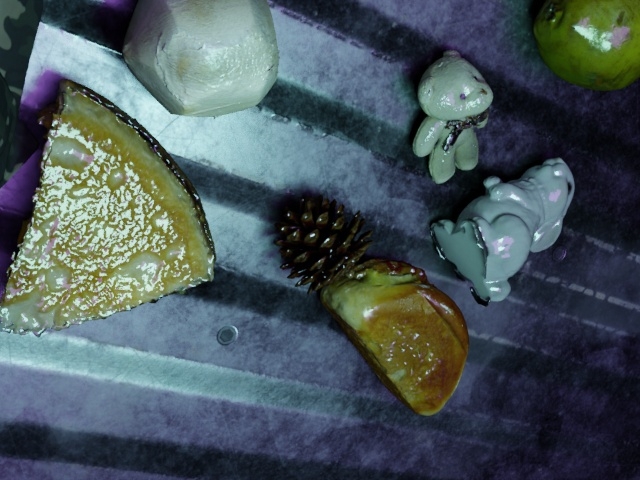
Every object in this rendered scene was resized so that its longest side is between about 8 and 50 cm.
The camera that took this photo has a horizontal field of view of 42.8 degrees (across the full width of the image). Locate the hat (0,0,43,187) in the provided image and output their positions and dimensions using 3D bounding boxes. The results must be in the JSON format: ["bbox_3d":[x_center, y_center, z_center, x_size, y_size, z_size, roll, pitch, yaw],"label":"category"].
[{"bbox_3d":[-0.565,-0.275,1.216,0.366,0.257,0.381,12,122,-33],"label":"hat"}]

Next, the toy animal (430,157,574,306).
[{"bbox_3d":[0.445,-0.039,1.861,0.357,0.194,0.257,-27,110,-26],"label":"toy animal"}]

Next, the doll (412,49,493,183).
[{"bbox_3d":[0.290,-0.248,1.723,0.175,0.149,0.278,-55,145,-39],"label":"doll"}]

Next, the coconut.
[{"bbox_3d":[-0.206,-0.320,1.365,0.248,0.245,0.244,-18,116,-17],"label":"coconut"}]

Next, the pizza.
[{"bbox_3d":[-0.346,-0.027,1.454,0.392,0.080,0.434,13,97,-37],"label":"pizza"}]

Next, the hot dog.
[{"bbox_3d":[0.187,0.190,1.798,0.223,0.185,0.405,-41,122,-7],"label":"hot dog"}]

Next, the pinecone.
[{"bbox_3d":[0.000,0.000,1.632,0.208,0.208,0.207,-10,113,-25],"label":"pinecone"}]

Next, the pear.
[{"bbox_3d":[0.601,-0.445,1.728,0.321,0.269,0.268,5,107,-38],"label":"pear"}]
